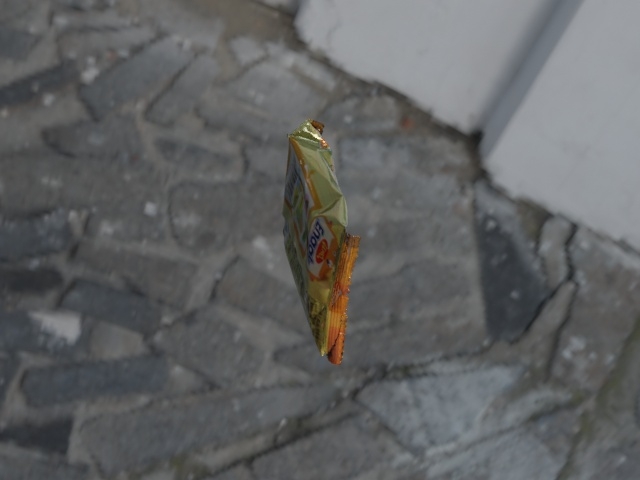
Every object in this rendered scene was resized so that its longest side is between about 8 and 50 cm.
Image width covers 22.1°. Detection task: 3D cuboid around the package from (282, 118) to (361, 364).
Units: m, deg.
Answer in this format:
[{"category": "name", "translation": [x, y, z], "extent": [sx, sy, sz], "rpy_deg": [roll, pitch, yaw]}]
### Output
[{"category": "package", "translation": [0.000, -0.002, 1.012], "extent": [0.031, 0.108, 0.121], "rpy_deg": [-5, 44, -12]}]
